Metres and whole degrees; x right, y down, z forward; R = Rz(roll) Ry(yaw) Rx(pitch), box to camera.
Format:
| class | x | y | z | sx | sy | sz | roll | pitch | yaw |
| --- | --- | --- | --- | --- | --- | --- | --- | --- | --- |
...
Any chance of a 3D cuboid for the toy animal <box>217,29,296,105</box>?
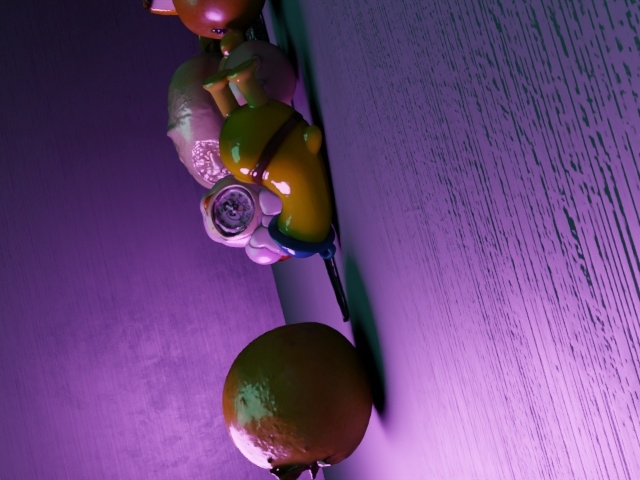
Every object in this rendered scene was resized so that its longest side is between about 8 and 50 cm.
| class | x | y | z | sx | sy | sz | roll | pitch | yaw |
| --- | --- | --- | --- | --- | --- | --- | --- | --- | --- |
| toy animal | -0.117 | -0.286 | 1.378 | 0.248 | 0.149 | 0.165 | -105 | 17 | -83 |

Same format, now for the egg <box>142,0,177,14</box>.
| class | x | y | z | sx | sy | sz | roll | pitch | yaw |
| --- | --- | --- | --- | --- | --- | --- | --- | --- | --- |
| egg | -0.251 | -0.604 | 1.543 | 0.337 | 0.201 | 0.336 | -178 | 90 | -70 |

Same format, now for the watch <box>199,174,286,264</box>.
| class | x | y | z | sx | sy | sz | roll | pitch | yaw |
| --- | --- | --- | --- | --- | --- | --- | --- | --- | --- |
| watch | -0.136 | -0.057 | 1.794 | 0.217 | 0.249 | 0.210 | 20 | -92 | -69 |

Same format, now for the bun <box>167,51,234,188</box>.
| class | x | y | z | sx | sy | sz | roll | pitch | yaw |
| --- | --- | --- | --- | --- | --- | --- | --- | --- | --- |
| bun | -0.270 | -0.282 | 1.930 | 0.364 | 0.202 | 0.364 | -16 | -90 | -75 |

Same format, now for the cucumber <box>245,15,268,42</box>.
| class | x | y | z | sx | sy | sz | roll | pitch | yaw |
| --- | --- | --- | --- | --- | --- | --- | --- | --- | --- |
| cucumber | -0.144 | -0.466 | 1.616 | 0.044 | 0.043 | 0.256 | 133 | 124 | -75 |

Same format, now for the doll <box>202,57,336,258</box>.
| class | x | y | z | sx | sy | sz | roll | pitch | yaw |
| --- | --- | --- | --- | --- | --- | --- | --- | --- | --- |
| doll | -0.063 | -0.118 | 1.265 | 0.145 | 0.200 | 0.362 | -51 | -60 | -44 |

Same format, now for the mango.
| class | x | y | z | sx | sy | sz | roll | pitch | yaw |
| --- | --- | --- | --- | --- | --- | --- | --- | --- | --- |
| mango | -0.177 | -0.509 | 1.325 | 0.211 | 0.173 | 0.317 | -119 | 28 | -68 |

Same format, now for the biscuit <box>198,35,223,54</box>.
| class | x | y | z | sx | sy | sz | roll | pitch | yaw |
| --- | --- | --- | --- | --- | --- | --- | --- | --- | --- |
| biscuit | -0.273 | -0.598 | 2.031 | 0.351 | 0.057 | 0.311 | 102 | 173 | -70 |

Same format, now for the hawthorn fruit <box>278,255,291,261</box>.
| class | x | y | z | sx | sy | sz | roll | pitch | yaw |
| --- | --- | --- | --- | --- | --- | --- | --- | --- | --- |
| hawthorn fruit | -0.106 | 0.012 | 2.086 | 0.093 | 0.093 | 0.093 | 166 | 90 | -83 |

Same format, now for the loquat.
| class | x | y | z | sx | sy | sz | roll | pitch | yaw |
| --- | --- | --- | --- | --- | --- | --- | --- | --- | --- |
| loquat | -0.039 | 0.284 | 1.339 | 0.275 | 0.275 | 0.274 | 166 | 90 | -83 |

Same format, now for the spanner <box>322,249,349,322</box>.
| class | x | y | z | sx | sy | sz | roll | pitch | yaw |
| --- | --- | --- | --- | --- | --- | --- | --- | --- | --- |
| spanner | 0.000 | 0.000 | 1.461 | 0.093 | 0.026 | 0.325 | 100 | 154 | -75 |
